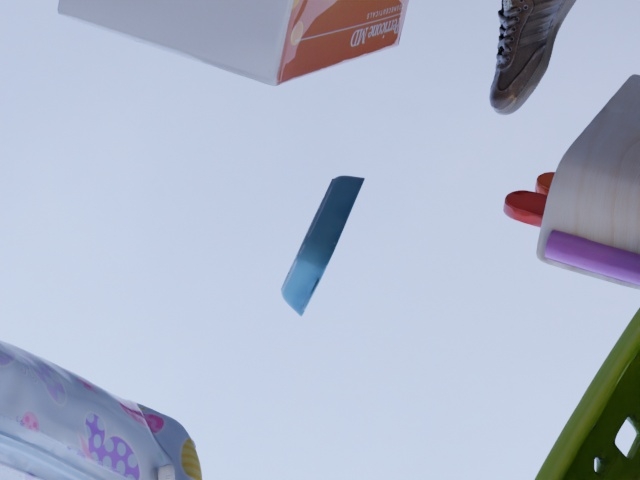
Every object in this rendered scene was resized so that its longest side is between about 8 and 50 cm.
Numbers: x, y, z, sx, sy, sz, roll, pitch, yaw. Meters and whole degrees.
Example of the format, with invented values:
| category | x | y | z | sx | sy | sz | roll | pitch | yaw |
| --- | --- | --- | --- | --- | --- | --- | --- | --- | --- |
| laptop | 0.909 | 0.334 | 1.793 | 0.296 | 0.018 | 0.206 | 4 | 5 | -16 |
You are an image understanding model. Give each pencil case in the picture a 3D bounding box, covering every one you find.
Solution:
| category | x | y | z | sx | sy | sz | roll | pitch | yaw |
| --- | --- | --- | --- | --- | --- | --- | --- | --- | --- |
| pencil case | -0.190 | 0.131 | 1.058 | 0.124 | 0.113 | 0.273 | 41 | -176 | 42 |

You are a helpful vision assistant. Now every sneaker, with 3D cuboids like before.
| category | x | y | z | sx | sy | sz | roll | pitch | yaw |
| --- | --- | --- | --- | --- | --- | --- | --- | --- | --- |
| sneaker | 0.204 | -0.222 | 1.684 | 0.071 | 0.188 | 0.066 | 27 | 179 | -20 |

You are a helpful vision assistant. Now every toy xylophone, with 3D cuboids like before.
| category | x | y | z | sx | sy | sz | roll | pitch | yaw |
| --- | --- | --- | --- | --- | --- | --- | --- | --- | --- |
| toy xylophone | 0.315 | -0.054 | 1.429 | 0.236 | 0.081 | 0.322 | 20 | -149 | 27 |

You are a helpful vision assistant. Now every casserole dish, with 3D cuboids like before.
| category | x | y | z | sx | sy | sz | roll | pitch | yaw |
| --- | --- | --- | --- | --- | --- | --- | --- | --- | --- |
| casserole dish | 0.000 | 0.000 | 1.836 | 0.037 | 0.114 | 0.188 | 24 | -137 | -1 |

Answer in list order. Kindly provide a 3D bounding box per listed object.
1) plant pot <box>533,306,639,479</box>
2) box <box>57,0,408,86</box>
| category | x | y | z | sx | sy | sz | roll | pitch | yaw |
| --- | --- | --- | --- | --- | --- | --- | --- | --- | --- |
| plant pot | 0.316 | 0.187 | 1.187 | 0.228 | 0.207 | 0.227 | 8 | -128 | 44 |
| box | -0.021 | -0.299 | 1.082 | 0.168 | 0.345 | 0.215 | 20 | -159 | 19 |
